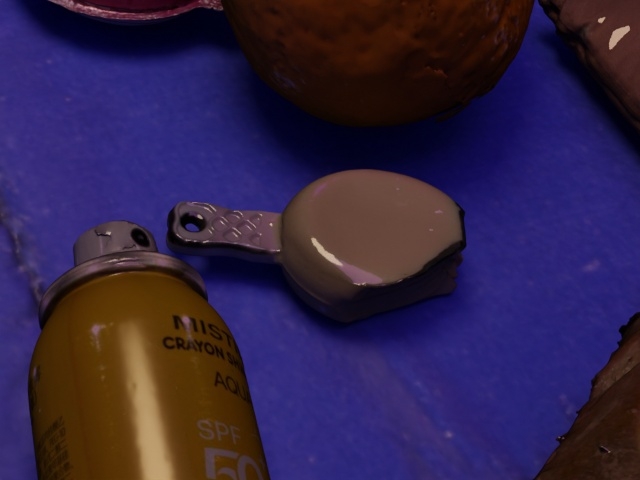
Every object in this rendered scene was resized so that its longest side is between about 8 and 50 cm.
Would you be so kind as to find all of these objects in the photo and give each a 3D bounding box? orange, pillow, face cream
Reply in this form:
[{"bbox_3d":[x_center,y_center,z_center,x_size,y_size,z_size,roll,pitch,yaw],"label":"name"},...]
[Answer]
[{"bbox_3d":[0.036,-0.176,0.825,0.193,0.219,0.219,-9,38,32],"label":"orange"},{"bbox_3d":[0.289,-0.116,0.923,0.236,0.084,0.223,-15,57,-23],"label":"pillow"},{"bbox_3d":[-0.068,0.135,0.601,0.105,0.105,0.348,-3,51,-17],"label":"face cream"}]

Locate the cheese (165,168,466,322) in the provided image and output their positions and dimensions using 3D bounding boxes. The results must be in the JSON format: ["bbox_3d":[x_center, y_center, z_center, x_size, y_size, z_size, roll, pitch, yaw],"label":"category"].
[{"bbox_3d":[0.003,0.005,0.768,0.171,0.047,0.092,-9,50,-22],"label":"cheese"}]

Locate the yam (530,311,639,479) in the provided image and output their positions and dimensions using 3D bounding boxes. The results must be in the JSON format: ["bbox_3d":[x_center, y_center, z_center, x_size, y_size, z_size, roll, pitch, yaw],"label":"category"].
[{"bbox_3d":[0.157,0.142,0.644,0.238,0.129,0.128,-45,109,-38],"label":"yam"}]

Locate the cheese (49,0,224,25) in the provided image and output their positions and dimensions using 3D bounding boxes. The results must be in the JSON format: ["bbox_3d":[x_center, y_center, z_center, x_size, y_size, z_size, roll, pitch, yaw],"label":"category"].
[{"bbox_3d":[-0.161,-0.205,0.898,0.244,0.062,0.155,21,47,5],"label":"cheese"}]
